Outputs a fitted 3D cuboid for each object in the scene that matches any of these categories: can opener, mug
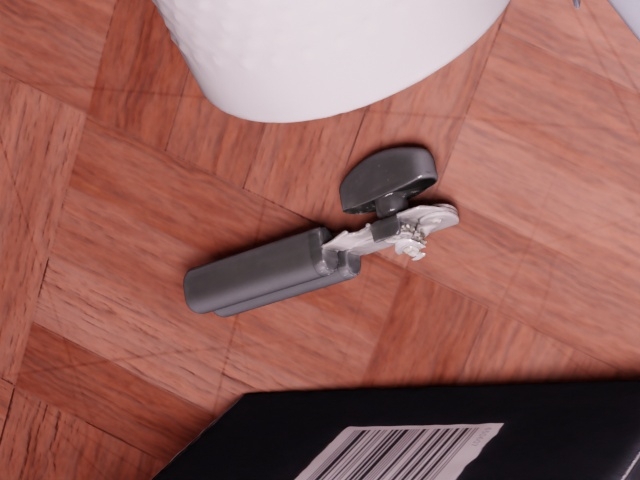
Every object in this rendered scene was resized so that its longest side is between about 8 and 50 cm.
[{"bbox_3d":[0.000,0.000,1.751,0.280,0.074,0.093,-23,70,30],"label":"can opener"},{"bbox_3d":[-0.052,-0.318,1.471,0.276,0.374,0.328,-33,125,-9],"label":"mug"}]

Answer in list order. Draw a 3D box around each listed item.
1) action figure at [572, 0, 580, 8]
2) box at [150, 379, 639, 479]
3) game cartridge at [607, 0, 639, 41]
[{"bbox_3d":[0.260,-0.251,1.396,0.275,0.141,0.164,3,108,16],"label":"action figure"},{"bbox_3d":[0.118,0.396,1.725,0.480,0.297,0.472,-4,112,34],"label":"box"},{"bbox_3d":[0.354,-0.227,1.455,0.198,0.062,0.297,50,124,5],"label":"game cartridge"}]
